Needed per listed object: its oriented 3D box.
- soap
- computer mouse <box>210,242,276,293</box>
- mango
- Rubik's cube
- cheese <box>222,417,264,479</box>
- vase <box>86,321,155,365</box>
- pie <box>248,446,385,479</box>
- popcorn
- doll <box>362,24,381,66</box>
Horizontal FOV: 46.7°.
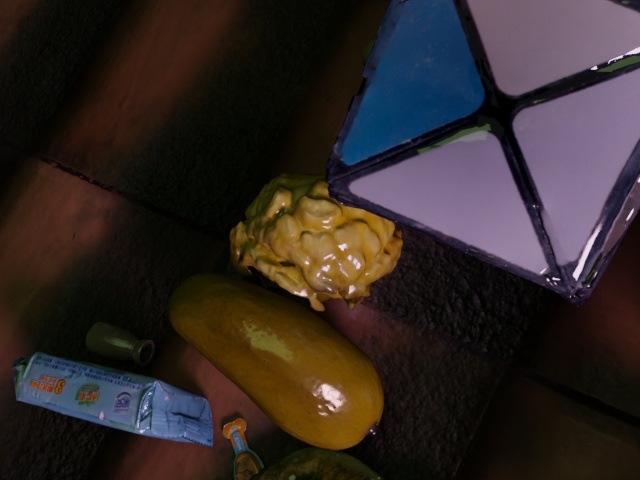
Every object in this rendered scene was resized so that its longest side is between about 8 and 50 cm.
[{"bbox_3d":[-0.301,0.226,1.068,0.293,0.156,0.077,7,72,24],"label":"soap"},{"bbox_3d":[-0.120,0.075,1.114,0.106,0.062,0.192,-5,68,22],"label":"computer mouse"},{"bbox_3d":[-0.063,0.145,0.962,0.332,0.195,0.142,33,67,10],"label":"mango"},{"bbox_3d":[0.211,-0.143,0.838,0.307,0.305,0.310,24,109,7],"label":"Rubik's cube"},{"bbox_3d":[-0.107,0.303,1.035,0.047,0.017,0.111,-28,60,6],"label":"cheese"},{"bbox_3d":[-0.311,0.163,1.161,0.101,0.053,0.053,13,73,22],"label":"vase"},{"bbox_3d":[-0.028,0.391,0.886,0.323,0.070,0.323,-20,47,23],"label":"pie"},{"bbox_3d":[0.000,0.000,1.008,0.250,0.250,0.189,4,95,24],"label":"popcorn"},{"bbox_3d":[0.188,-0.279,1.075,0.261,0.177,0.161,-28,59,0],"label":"doll"}]
